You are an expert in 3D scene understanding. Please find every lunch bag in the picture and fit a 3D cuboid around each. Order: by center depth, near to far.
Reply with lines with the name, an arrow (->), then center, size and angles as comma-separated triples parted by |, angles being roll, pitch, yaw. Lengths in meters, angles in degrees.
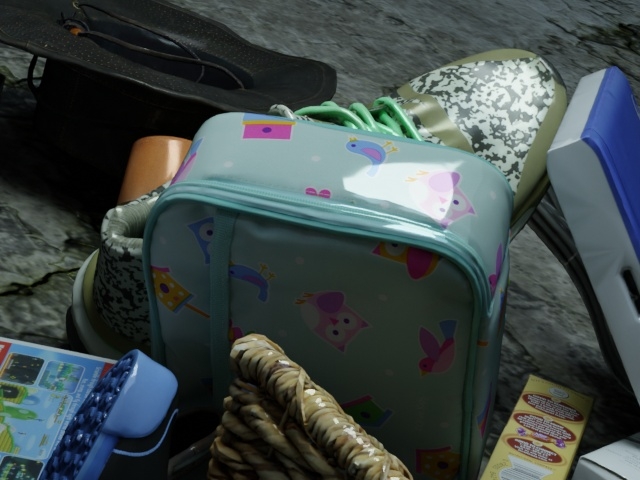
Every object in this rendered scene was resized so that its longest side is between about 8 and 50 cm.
lunch bag -> -0.001, 0.059, 1.186 | 0.224, 0.279, 0.108 | 11, 43, 9

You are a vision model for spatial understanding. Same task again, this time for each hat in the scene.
hat -> -0.151, -0.117, 1.663 | 0.331, 0.134, 0.331 | 14, 16, -4

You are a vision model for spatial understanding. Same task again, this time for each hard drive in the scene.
hard drive -> 0.225, -0.001, 1.360 | 0.040, 0.210, 0.318 | -21, 8, 15

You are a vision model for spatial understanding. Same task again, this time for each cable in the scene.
cable -> 0.217, 0.040, 1.564 | 0.287, 0.072, 0.139 | 44, 40, 9

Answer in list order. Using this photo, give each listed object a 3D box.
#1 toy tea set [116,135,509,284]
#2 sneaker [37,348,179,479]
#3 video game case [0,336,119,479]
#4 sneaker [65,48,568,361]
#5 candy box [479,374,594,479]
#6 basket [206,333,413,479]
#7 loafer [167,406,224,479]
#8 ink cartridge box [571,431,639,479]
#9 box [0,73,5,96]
toy tea set -> 0.000, 0.000, 1.547 | 0.336, 0.124, 0.200 | 2, -14, 9
sneaker -> -0.107, 0.172, 0.933 | 0.090, 0.232, 0.081 | 26, -8, -17
video game case -> -0.250, 0.092, 1.065 | 0.285, 0.025, 0.204 | 11, 20, 0
sneaker -> 0.012, -0.036, 1.332 | 0.410, 0.182, 0.158 | -31, 67, -18
candy box -> 0.124, 0.172, 1.230 | 0.053, 0.109, 0.186 | 21, 23, 8
basket -> 0.079, 0.206, 0.955 | 0.213, 0.223, 0.299 | 4, 23, -37
loafer -> -0.157, 0.149, 1.103 | 0.096, 0.084, 0.267 | 33, 27, 33
ink cartridge box -> 0.215, 0.185, 1.266 | 0.063, 0.109, 0.150 | 31, 25, 32
box -> -0.385, -0.079, 1.478 | 0.243, 0.076, 0.307 | 15, 23, -8
